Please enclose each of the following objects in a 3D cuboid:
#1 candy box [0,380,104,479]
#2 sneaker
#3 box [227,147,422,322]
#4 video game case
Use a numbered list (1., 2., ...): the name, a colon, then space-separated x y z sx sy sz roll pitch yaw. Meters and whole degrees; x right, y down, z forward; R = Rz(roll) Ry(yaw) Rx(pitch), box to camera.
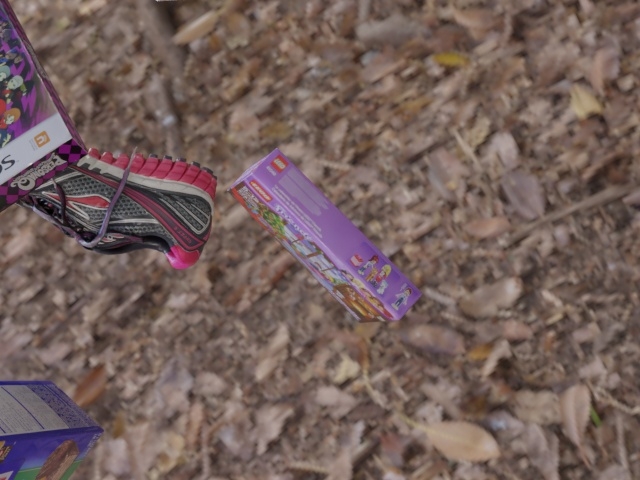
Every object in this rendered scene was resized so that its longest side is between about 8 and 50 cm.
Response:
1. candy box: -0.450 0.316 1.570 0.122 0.317 0.268 38 94 15
2. sneaker: -0.263 -0.044 1.339 0.121 0.299 0.112 137 140 -74
3. box: 0.000 0.000 1.792 0.057 0.293 0.201 -47 7 -14
4. video game case: -0.356 -0.116 1.170 0.210 0.042 0.232 -32 63 2
